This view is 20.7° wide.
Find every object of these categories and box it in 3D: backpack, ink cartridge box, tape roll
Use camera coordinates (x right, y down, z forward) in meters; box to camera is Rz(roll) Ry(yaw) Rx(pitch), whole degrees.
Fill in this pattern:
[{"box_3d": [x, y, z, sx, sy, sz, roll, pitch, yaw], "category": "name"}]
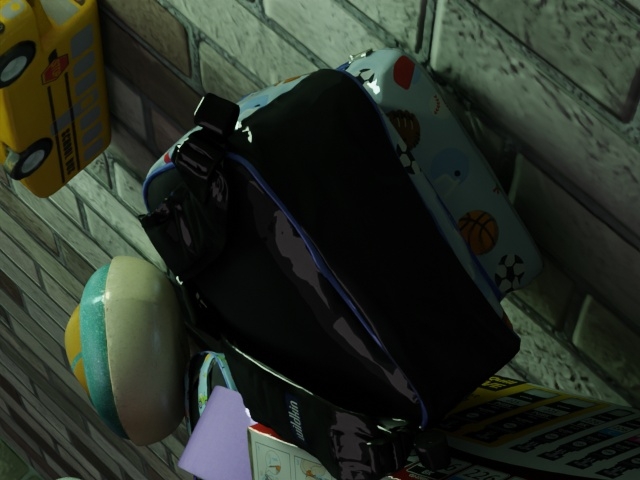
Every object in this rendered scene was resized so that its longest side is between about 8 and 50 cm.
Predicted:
[{"box_3d": [0.000, 0.000, 1.200, 0.263, 0.213, 0.277, -8, 114, 60], "category": "backpack"}, {"box_3d": [0.150, 0.183, 1.227, 0.309, 0.271, 0.130, 10, 109, 48], "category": "ink cartridge box"}, {"box_3d": [0.004, 0.237, 1.680, 0.274, 0.090, 0.275, 26, 171, 4], "category": "tape roll"}, {"box_3d": [-0.083, 0.200, 1.908, 0.158, 0.116, 0.173, 164, 95, -67], "category": "backpack"}]

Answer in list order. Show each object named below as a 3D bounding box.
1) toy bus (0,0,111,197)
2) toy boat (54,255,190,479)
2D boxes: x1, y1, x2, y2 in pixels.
[{"box_3d": [-0.269, -0.158, 1.579, 0.108, 0.130, 0.333, 43, 161, 14], "category": "toy bus"}, {"box_3d": [-0.227, 0.175, 1.915, 0.267, 0.148, 0.318, 83, -175, -57], "category": "toy boat"}]
